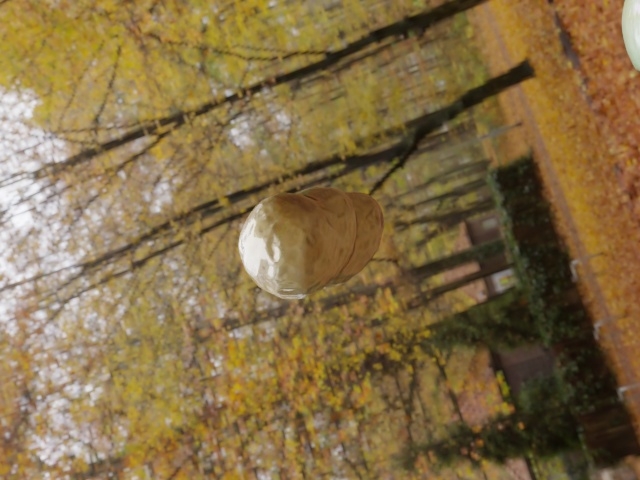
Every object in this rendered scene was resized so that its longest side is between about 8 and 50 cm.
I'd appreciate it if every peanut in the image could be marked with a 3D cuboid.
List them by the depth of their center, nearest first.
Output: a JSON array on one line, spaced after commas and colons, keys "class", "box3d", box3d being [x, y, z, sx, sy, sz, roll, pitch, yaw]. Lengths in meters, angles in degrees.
[{"class": "peanut", "box3d": [-0.001, -0.001, 0.836, 0.085, 0.104, 0.228, 35, -167, 17]}]

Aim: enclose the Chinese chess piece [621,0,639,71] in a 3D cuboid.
[{"class": "Chinese chess piece", "box3d": [0.257, -0.137, 0.541, 0.144, 0.144, 0.059, -73, -25, -71]}]
